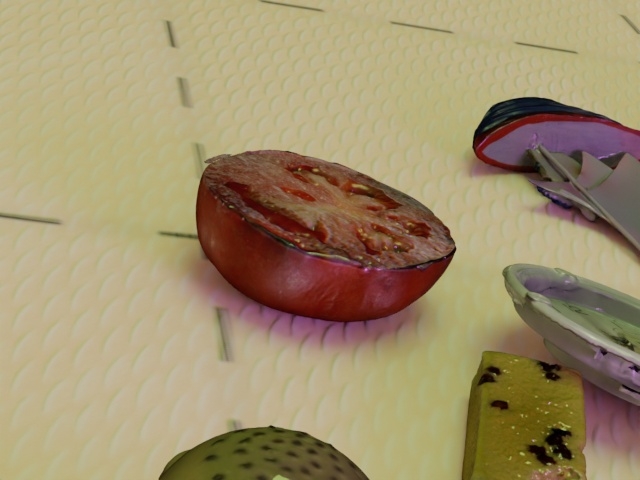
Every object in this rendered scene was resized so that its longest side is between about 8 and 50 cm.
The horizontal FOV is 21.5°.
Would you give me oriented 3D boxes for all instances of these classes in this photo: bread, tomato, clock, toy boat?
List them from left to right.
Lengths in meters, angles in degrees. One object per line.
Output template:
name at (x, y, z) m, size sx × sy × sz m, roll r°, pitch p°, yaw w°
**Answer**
tomato at (-0.001, 0.003, 1.404) m, size 0.225 × 0.085 × 0.225 m, roll 13°, pitch 21°, yaw -5°
bread at (0.146, 0.154, 1.201) m, size 0.088 × 0.049 × 0.226 m, roll 15°, pitch 25°, yaw 0°
toy boat at (0.306, -0.062, 1.732) m, size 0.318 × 0.072 × 0.219 m, roll 33°, pitch 34°, yaw 30°
clock at (0.247, 0.089, 1.357) m, size 0.236 × 0.053 × 0.236 m, roll 21°, pitch 11°, yaw -4°

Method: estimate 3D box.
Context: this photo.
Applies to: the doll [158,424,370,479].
doll at (0.017, 0.200, 0.903) m, size 0.261 × 0.161 × 0.177 m, roll 19°, pitch 26°, yaw 6°
